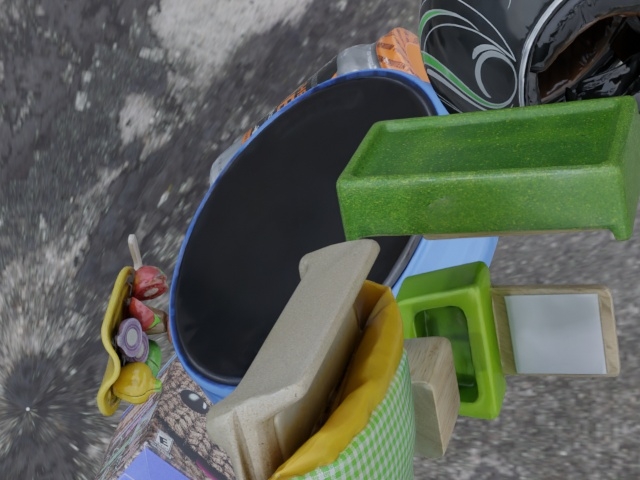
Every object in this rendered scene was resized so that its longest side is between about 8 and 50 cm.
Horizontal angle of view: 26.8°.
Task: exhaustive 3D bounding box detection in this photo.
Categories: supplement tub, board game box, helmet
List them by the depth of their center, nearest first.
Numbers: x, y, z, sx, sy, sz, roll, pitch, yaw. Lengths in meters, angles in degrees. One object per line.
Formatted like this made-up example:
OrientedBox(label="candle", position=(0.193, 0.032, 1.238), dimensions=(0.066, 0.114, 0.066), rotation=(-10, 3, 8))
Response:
OrientedBox(label="helmet", position=(0.140, -0.132, 0.851), dimensions=(0.169, 0.161, 0.169), rotation=(-11, 120, -19))
OrientedBox(label="supplement tub", position=(0.027, -0.117, 1.720), dimensions=(0.316, 0.193, 0.193), rotation=(-38, 92, 23))
OrientedBox(label="board game box", position=(-0.157, 0.312, 1.764), dimensions=(0.232, 0.291, 0.141), rotation=(38, 106, -10))

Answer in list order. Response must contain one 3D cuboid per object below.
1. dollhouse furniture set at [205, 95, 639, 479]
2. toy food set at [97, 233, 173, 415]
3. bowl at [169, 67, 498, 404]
OrientedBox(label="dollhouse furniture set", position=(0.078, 0.080, 0.668), dimensions=(0.151, 0.301, 0.197), rotation=(-2, 118, 20))
OrientedBox(label="toy food set", position=(-0.193, 0.099, 1.503), dimensions=(0.071, 0.128, 0.218), rotation=(4, 47, 5))
OrientedBox(label="bowl", position=(0.000, 0.000, 1.320), dimensions=(0.077, 0.391, 0.391), rotation=(37, 75, -35))
